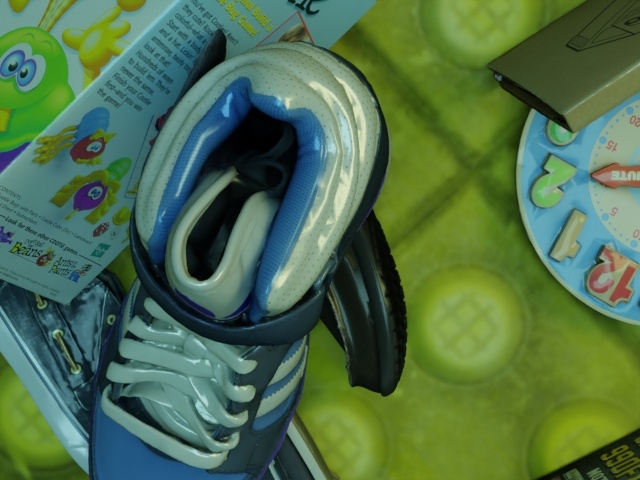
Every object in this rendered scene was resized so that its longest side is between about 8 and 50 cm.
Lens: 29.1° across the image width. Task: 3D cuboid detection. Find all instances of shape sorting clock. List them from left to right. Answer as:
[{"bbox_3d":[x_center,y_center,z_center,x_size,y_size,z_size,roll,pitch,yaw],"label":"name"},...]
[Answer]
[{"bbox_3d":[0.233,-0.044,0.823,0.206,0.040,0.206,0,96,0],"label":"shape sorting clock"}]

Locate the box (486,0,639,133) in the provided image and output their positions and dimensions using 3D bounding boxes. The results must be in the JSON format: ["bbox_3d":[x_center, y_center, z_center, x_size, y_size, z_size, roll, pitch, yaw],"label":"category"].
[{"bbox_3d":[0.209,-0.142,0.750,0.201,0.164,0.021,-32,107,3],"label":"box"}]

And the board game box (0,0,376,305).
[{"bbox_3d":[-0.128,-0.118,0.740,0.275,0.144,0.142,-44,64,4],"label":"board game box"}]

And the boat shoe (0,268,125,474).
[{"bbox_3d":[-0.150,0.082,0.822,0.083,0.065,0.183,-36,94,2],"label":"boat shoe"}]

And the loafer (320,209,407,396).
[{"bbox_3d":[0.000,0.000,0.815,0.078,0.080,0.220,-17,90,10],"label":"loafer"}]

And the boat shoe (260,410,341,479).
[{"bbox_3d":[-0.032,0.151,0.826,0.065,0.075,0.206,-31,100,0],"label":"boat shoe"}]

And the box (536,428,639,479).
[{"bbox_3d":[0.241,0.168,0.749,0.183,0.231,0.056,-28,99,3],"label":"box"}]

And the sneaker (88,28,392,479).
[{"bbox_3d":[-0.069,0.042,0.666,0.130,0.236,0.322,29,96,9],"label":"sneaker"}]
